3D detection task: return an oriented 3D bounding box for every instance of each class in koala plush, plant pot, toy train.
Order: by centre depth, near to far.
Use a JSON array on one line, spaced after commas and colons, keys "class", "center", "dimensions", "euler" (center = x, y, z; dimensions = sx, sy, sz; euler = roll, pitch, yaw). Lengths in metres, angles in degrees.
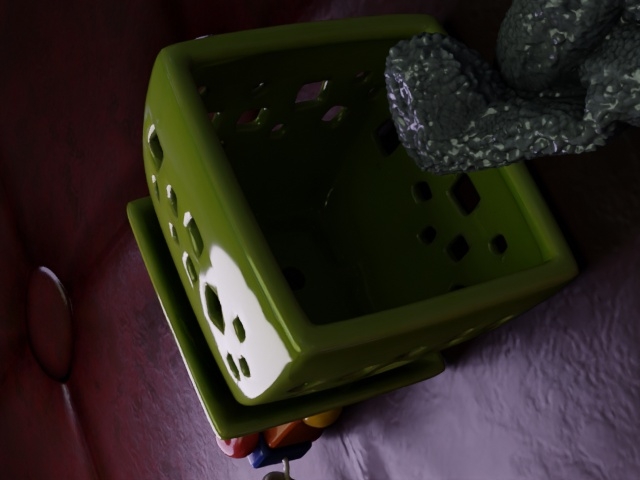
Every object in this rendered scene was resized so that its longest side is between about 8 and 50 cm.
[{"class": "koala plush", "center": [0.134, -0.172, 0.597], "dimensions": [0.203, 0.196, 0.221], "euler": [-6, 108, 45]}, {"class": "plant pot", "center": [0.000, 0.000, 0.815], "dimensions": [0.227, 0.228, 0.207], "euler": [64, 148, 21]}, {"class": "toy train", "center": [-0.007, 0.136, 0.960], "dimensions": [0.143, 0.105, 0.248], "euler": [-36, 68, 36]}]
